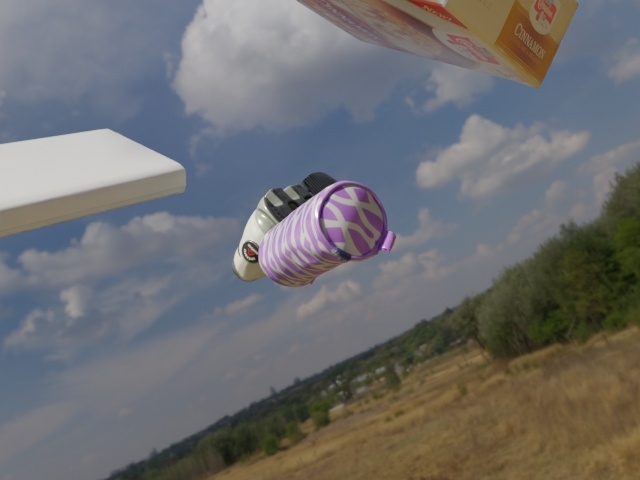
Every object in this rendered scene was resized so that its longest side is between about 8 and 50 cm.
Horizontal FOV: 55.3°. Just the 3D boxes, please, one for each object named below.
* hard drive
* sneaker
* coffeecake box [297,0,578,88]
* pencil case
[{"bbox_3d":[-0.397,-0.081,0.826,0.353,0.233,0.047,-21,-54,-42],"label":"hard drive"},{"bbox_3d":[-0.031,-0.017,0.973,0.146,0.122,0.330,-50,-16,27],"label":"sneaker"},{"bbox_3d":[0.065,-0.184,0.442,0.142,0.185,0.068,13,-76,-49],"label":"coffeecake box"},{"bbox_3d":[0.000,0.000,0.673,0.088,0.086,0.206,27,-20,-17],"label":"pencil case"}]
